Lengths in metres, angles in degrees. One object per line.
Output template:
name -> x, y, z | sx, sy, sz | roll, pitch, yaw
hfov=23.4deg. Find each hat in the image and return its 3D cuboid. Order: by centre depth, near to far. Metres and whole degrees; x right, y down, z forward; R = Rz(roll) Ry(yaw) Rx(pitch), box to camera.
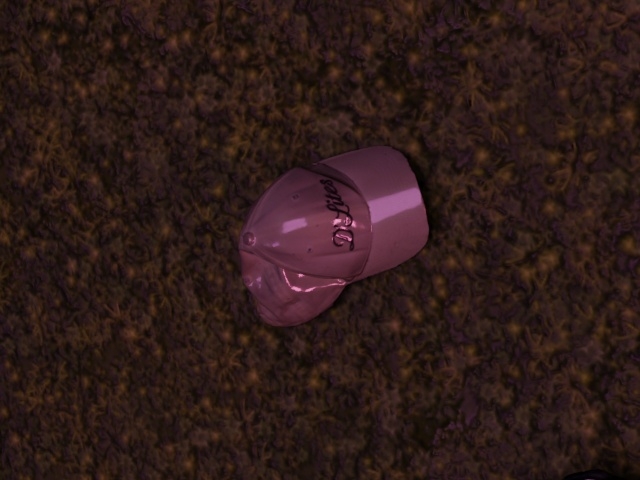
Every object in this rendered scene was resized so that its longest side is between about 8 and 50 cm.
hat -> 0.006, -0.002, 1.206 | 0.166, 0.081, 0.122 | -16, 90, 20

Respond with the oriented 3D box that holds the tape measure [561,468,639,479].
tape measure -> 0.182, 0.285, 1.115 | 0.235, 0.115, 0.207 | -33, 82, 28
